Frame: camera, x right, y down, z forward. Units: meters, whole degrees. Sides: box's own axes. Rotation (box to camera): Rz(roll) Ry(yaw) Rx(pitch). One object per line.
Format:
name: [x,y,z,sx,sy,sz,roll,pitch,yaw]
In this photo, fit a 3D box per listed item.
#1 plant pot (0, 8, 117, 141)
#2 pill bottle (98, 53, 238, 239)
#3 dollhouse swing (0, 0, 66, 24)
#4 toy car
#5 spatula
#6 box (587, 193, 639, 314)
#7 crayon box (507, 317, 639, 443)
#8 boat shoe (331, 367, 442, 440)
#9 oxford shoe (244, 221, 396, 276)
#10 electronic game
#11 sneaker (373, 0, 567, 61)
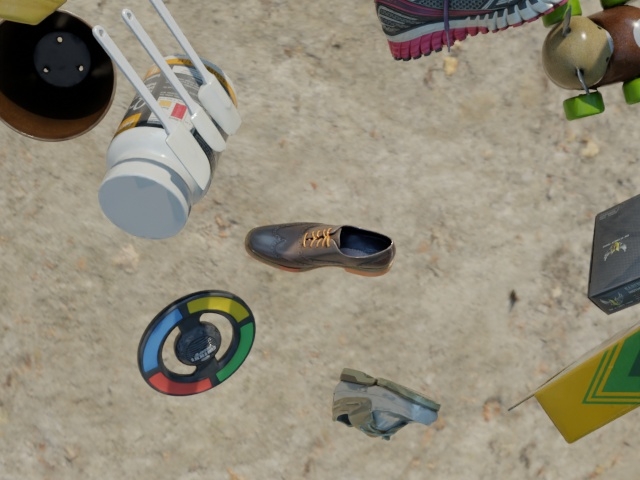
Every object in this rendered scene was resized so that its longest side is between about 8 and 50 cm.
plant pot: [-0.455,-0.298,1.507,0.215,0.230,0.216,-3,108,-9]
pill bottle: [-0.231,-0.144,1.331,0.162,0.162,0.278,49,36,-32]
dollhouse swing: [-0.488,-0.481,1.127,0.304,0.315,0.347,-1,124,-23]
toy car: [0.330,-0.232,1.058,0.188,0.148,0.155,-20,96,-63]
spatula: [-0.189,-0.205,1.124,0.242,0.019,0.168,55,41,-30]
box: [0.520,-0.005,1.326,0.059,0.232,0.183,36,49,-20]
crayon box: [0.418,0.148,1.126,0.203,0.323,0.083,-21,72,-45]
boat shoe: [0.111,0.302,1.550,0.113,0.302,0.103,27,78,-18]
oxford shoe: [0.000,0.000,2.070,0.363,0.133,0.130,3,67,-1]
electronic game: [-0.222,0.189,1.587,0.229,0.048,0.229,-18,128,-24]
sneaker: [0.201,-0.316,1.082,0.112,0.299,0.121,65,31,-20]
